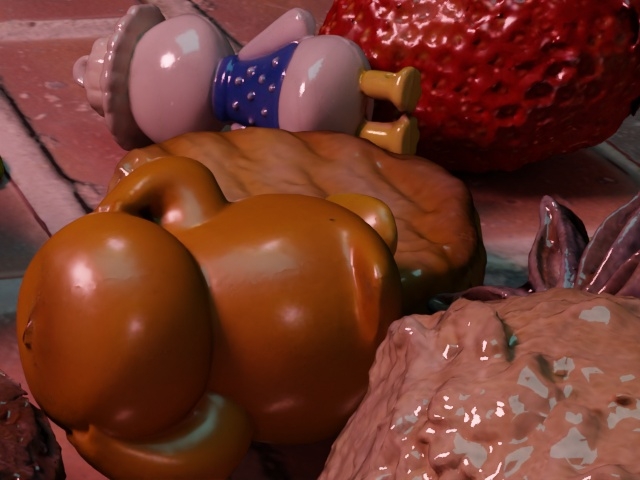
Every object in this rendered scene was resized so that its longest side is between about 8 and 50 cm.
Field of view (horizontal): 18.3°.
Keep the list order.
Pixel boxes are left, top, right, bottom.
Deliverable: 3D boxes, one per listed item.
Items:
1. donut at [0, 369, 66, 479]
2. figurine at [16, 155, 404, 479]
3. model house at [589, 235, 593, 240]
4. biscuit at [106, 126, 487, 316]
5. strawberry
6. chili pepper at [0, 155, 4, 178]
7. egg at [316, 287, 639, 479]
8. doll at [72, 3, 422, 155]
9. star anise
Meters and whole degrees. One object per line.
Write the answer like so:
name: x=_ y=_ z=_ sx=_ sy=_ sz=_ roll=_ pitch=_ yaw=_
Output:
donut: x=-0.261 y=0.136 z=1.015 sx=0.270 sy=0.103 sz=0.269 roll=5 pitch=24 yaw=-2
figurine: x=-0.058 y=0.047 z=1.143 sx=0.228 sy=0.215 sz=0.215 roll=-9 pitch=28 yaw=-6
model house: x=0.290 y=0.029 z=1.303 sx=0.194 sy=0.170 sz=0.211 roll=-18 pitch=34 yaw=-38
biscuit: x=0.000 y=0.001 z=1.373 sx=0.213 sy=0.091 sz=0.274 roll=-17 pitch=32 yaw=-36
strawberry: x=0.124 y=-0.160 z=1.614 sx=0.288 sy=0.250 sz=0.238 roll=-24 pitch=68 yaw=-12
chili pepper: x=-0.261 y=-0.063 z=1.526 sx=0.030 sy=0.017 sz=0.083 roll=-7 pitch=29 yaw=-23
egg: x=0.117 y=0.148 z=0.901 sx=0.279 sy=0.279 sz=0.310 roll=0 pitch=-2 yaw=-14
doll: x=-0.062 y=-0.115 z=1.541 sx=0.293 sy=0.138 sz=0.119 roll=8 pitch=13 yaw=22
star anise: x=0.163 y=0.073 z=1.182 sx=0.109 sy=0.236 sz=0.223 roll=43 pitch=4 yaw=-33
